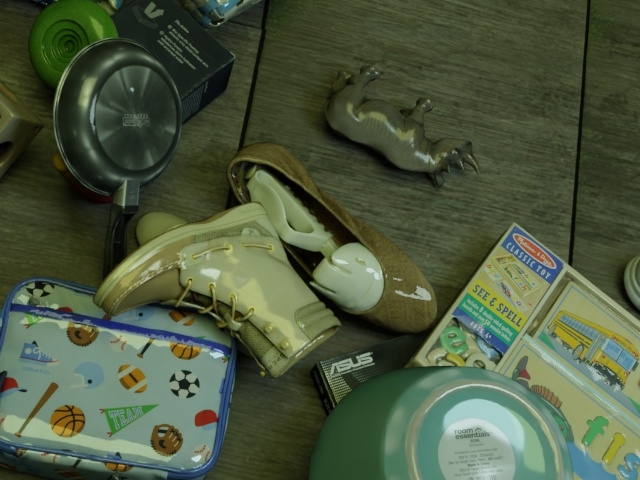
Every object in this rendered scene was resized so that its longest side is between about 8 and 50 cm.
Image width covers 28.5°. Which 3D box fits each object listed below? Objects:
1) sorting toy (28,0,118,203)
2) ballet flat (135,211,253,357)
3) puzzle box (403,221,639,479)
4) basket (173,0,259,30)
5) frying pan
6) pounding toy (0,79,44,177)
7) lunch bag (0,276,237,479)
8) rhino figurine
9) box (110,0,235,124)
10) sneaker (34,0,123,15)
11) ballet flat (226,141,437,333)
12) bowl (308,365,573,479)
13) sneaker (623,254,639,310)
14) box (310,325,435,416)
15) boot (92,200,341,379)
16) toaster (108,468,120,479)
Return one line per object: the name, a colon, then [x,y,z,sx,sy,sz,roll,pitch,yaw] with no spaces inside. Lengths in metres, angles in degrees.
sorting toy: [-0.328,-0.221,1.579,0.127,0.126,0.365,-14,92,18]
ballet flat: [-0.136,0.041,1.601,0.248,0.086,0.086,44,64,9]
puzzle box: [0.337,0.194,1.627,0.409,0.052,0.272,38,57,2]
basket: [-0.161,-0.455,1.746,0.255,0.201,0.289,-38,97,-24]
frying pan: [-0.259,-0.091,1.545,0.197,0.053,0.326,28,73,-46]
pounding toy: [-0.450,-0.097,1.586,0.181,0.094,0.206,44,99,13]
lunch bag: [-0.257,0.167,1.500,0.304,0.115,0.243,13,61,-8]
rhino figurine: [0.114,-0.150,1.753,0.243,0.073,0.106,29,59,0]
box: [-0.227,-0.232,1.701,0.156,0.093,0.158,43,65,9]
sneaker: [-0.366,-0.354,1.730,0.211,0.080,0.081,-2,68,-19]
ballet flat: [0.000,0.000,1.612,0.342,0.116,0.124,47,23,15]
bowl: [0.157,0.265,1.407,0.312,0.163,0.311,7,64,-15]
sneaker: [0.564,0.097,1.696,0.305,0.152,0.114,26,65,-1]
box: [0.107,0.216,1.596,0.191,0.045,0.184,-14,71,-20]
boot: [-0.115,0.080,1.476,0.262,0.095,0.203,-24,74,-42]
toaster: [-0.241,0.385,1.397,0.186,0.110,0.168,-41,81,-23]
